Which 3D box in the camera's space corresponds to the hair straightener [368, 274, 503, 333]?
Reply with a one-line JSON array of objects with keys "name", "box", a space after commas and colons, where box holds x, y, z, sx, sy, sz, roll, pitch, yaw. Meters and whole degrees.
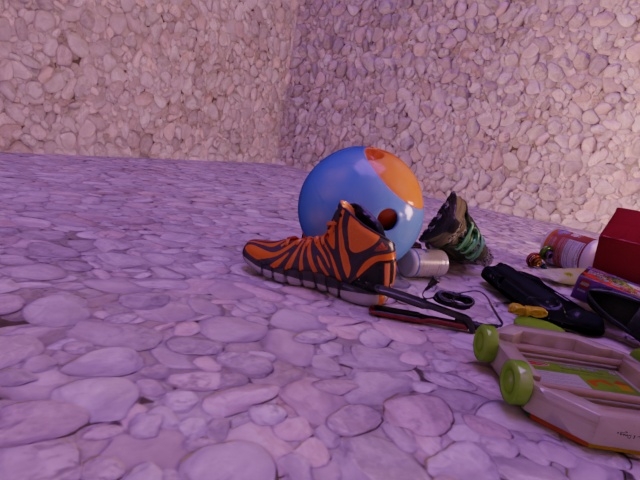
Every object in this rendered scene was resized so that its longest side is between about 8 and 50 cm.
[{"name": "hair straightener", "box": [0.206, 0.109, 0.867, 0.231, 0.088, 0.047, 12, 11, 10]}]

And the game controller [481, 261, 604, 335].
[{"name": "game controller", "box": [0.484, 0.127, 1.100, 0.167, 0.067, 0.319, 23, 12, -8]}]

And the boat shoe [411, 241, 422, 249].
[{"name": "boat shoe", "box": [0.150, -0.030, 1.376, 0.123, 0.116, 0.325, -2, 17, -41]}]

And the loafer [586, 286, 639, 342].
[{"name": "loafer", "box": [0.614, 0.157, 0.937, 0.078, 0.076, 0.223, 22, 11, -42]}]

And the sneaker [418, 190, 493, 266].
[{"name": "sneaker", "box": [0.380, -0.009, 1.287, 0.182, 0.158, 0.410, 34, 6, 17]}]

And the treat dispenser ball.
[{"name": "treat dispenser ball", "box": [0.092, -0.071, 1.129, 0.289, 0.287, 0.288, 9, 13, -2]}]

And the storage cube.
[{"name": "storage cube", "box": [0.805, 0.049, 1.227, 0.193, 0.214, 0.184, 18, 38, 36]}]

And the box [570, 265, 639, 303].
[{"name": "box", "box": [0.717, 0.145, 1.073, 0.294, 0.057, 0.201, 25, 16, 29]}]

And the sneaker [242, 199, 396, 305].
[{"name": "sneaker", "box": [0.000, 0.000, 0.975, 0.322, 0.179, 0.125, 13, 17, 17]}]

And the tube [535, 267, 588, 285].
[{"name": "tube", "box": [0.737, 0.102, 1.373, 0.241, 0.062, 0.070, 3, -27, -8]}]

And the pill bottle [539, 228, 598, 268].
[{"name": "pill bottle", "box": [0.807, 0.045, 1.524, 0.121, 0.121, 0.216, 2, 15, -30]}]

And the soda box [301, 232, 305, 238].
[{"name": "soda box", "box": [0.037, 0.004, 1.286, 0.169, 0.053, 0.060, 5, 14, -23]}]

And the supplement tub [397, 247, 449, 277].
[{"name": "supplement tub", "box": [0.246, 0.054, 1.183, 0.107, 0.070, 0.071, 2, 15, -30]}]

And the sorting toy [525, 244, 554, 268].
[{"name": "sorting toy", "box": [0.685, 0.059, 1.517, 0.102, 0.061, 0.042, -21, 35, -11]}]

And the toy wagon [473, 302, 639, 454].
[{"name": "toy wagon", "box": [0.365, 0.182, 0.719, 0.268, 0.068, 0.344, 9, 12, -2]}]
